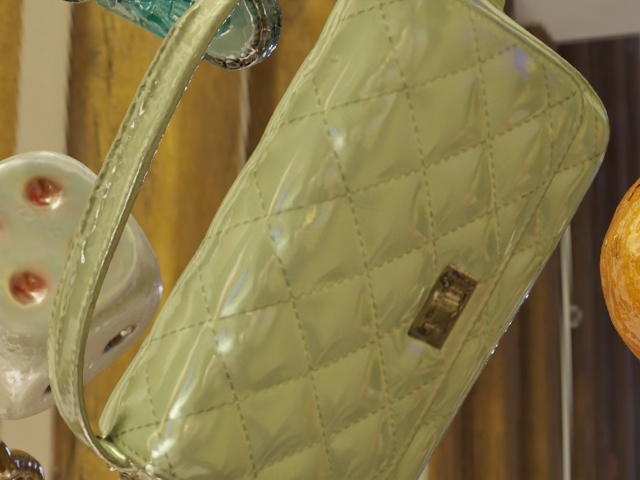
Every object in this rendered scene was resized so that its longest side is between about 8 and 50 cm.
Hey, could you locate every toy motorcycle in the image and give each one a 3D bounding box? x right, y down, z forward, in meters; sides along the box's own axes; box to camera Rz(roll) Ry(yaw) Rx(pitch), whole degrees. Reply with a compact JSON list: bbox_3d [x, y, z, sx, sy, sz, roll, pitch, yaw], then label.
[{"bbox_3d":[-0.130,-0.267,1.153,0.154,0.260,0.206,-37,-32,-54],"label":"toy motorcycle"}]

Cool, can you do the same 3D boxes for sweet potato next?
[{"bbox_3d":[-0.394,0.303,1.754,0.249,0.059,0.069,86,178,-54],"label":"sweet potato"}]

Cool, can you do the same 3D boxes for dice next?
[{"bbox_3d":[-0.278,0.042,1.299,0.192,0.193,0.194,-36,-10,-32],"label":"dice"}]

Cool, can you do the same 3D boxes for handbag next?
[{"bbox_3d":[0.000,0.000,0.550,0.219,0.079,0.256,26,-85,-47],"label":"handbag"}]

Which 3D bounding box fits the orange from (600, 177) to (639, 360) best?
[{"bbox_3d":[0.449,0.029,1.471,0.226,0.284,0.283,28,-119,-51],"label":"orange"}]
